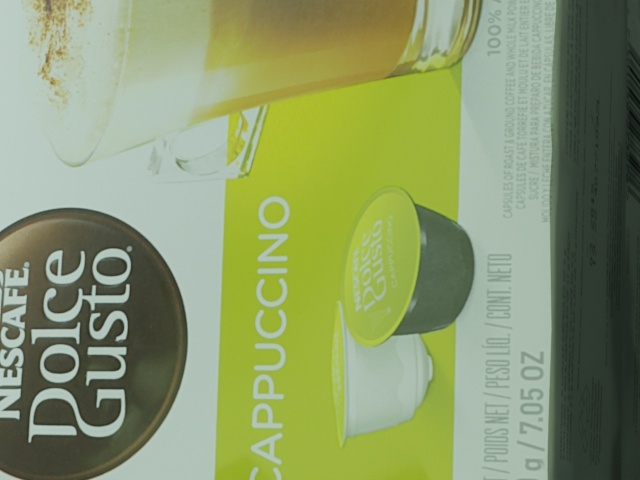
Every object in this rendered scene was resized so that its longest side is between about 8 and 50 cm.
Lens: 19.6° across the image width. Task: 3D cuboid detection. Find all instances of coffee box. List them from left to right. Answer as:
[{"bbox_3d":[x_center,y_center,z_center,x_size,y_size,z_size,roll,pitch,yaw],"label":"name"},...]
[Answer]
[{"bbox_3d":[0.000,0.000,1.036,0.334,0.338,0.338,-1,80,18],"label":"coffee box"}]
